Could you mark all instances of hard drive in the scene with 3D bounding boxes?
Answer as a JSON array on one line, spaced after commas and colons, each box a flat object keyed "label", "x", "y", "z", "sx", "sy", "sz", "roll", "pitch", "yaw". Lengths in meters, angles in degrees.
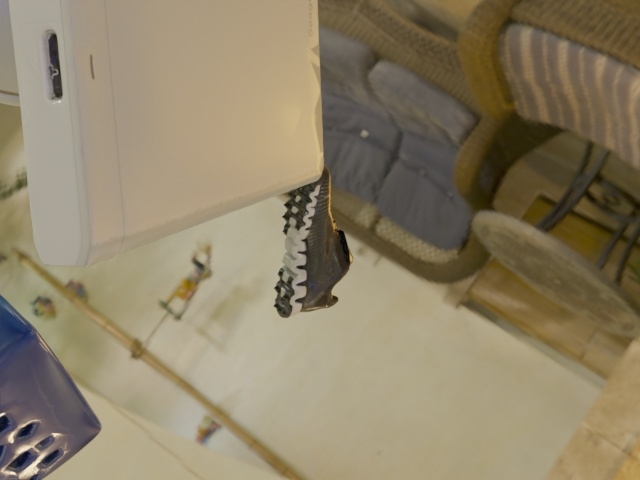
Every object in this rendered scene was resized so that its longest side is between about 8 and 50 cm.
[{"label": "hard drive", "x": -0.077, "y": -0.116, "z": 0.606, "sx": 0.040, "sy": 0.203, "sz": 0.307, "roll": 3, "pitch": -167, "yaw": 23}]

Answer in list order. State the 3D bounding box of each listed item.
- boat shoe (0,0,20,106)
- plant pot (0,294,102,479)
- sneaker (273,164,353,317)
[{"label": "boat shoe", "x": -0.253, "y": -0.170, "z": 0.545, "sx": 0.255, "sy": 0.095, "sz": 0.079, "roll": 32, "pitch": -175, "yaw": -20}, {"label": "plant pot", "x": -0.371, "y": 0.135, "z": 0.858, "sx": 0.236, "sy": 0.212, "sz": 0.236, "roll": 37, "pitch": 157, "yaw": 23}, {"label": "sneaker", "x": 0.000, "y": 0.000, "z": 1.381, "sx": 0.106, "sy": 0.234, "sz": 0.078, "roll": 1, "pitch": -162, "yaw": -24}]
